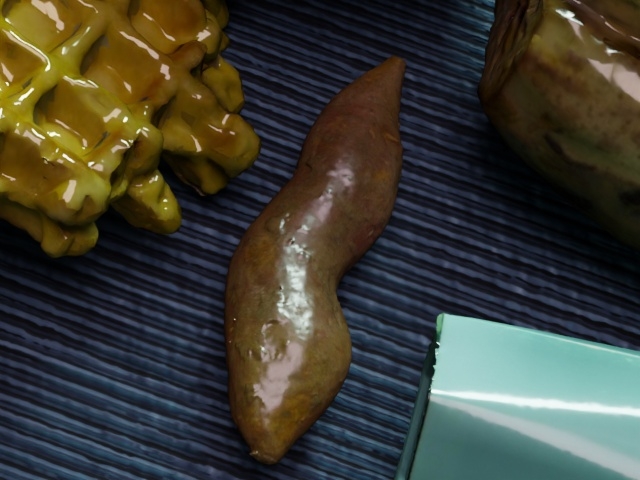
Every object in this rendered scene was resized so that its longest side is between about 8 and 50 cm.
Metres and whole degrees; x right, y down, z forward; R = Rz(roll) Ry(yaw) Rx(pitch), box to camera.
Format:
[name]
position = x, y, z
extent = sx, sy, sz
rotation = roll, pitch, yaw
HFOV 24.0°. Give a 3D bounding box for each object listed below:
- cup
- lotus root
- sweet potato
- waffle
[cup]
position = 0.145, 0.116, 0.608
extent = 0.235, 0.134, 0.148
rotation = 12, 60, 2
[lotus root]
position = 0.215, -0.060, 0.675
extent = 0.291, 0.193, 0.193
rotation = 24, 63, -1
[sweet potato]
position = -0.004, -0.001, 0.682
extent = 0.065, 0.051, 0.218
rotation = 15, 62, 4
[waffle]
position = -0.155, -0.112, 0.648
extent = 0.293, 0.069, 0.260
rotation = 5, 60, -32
